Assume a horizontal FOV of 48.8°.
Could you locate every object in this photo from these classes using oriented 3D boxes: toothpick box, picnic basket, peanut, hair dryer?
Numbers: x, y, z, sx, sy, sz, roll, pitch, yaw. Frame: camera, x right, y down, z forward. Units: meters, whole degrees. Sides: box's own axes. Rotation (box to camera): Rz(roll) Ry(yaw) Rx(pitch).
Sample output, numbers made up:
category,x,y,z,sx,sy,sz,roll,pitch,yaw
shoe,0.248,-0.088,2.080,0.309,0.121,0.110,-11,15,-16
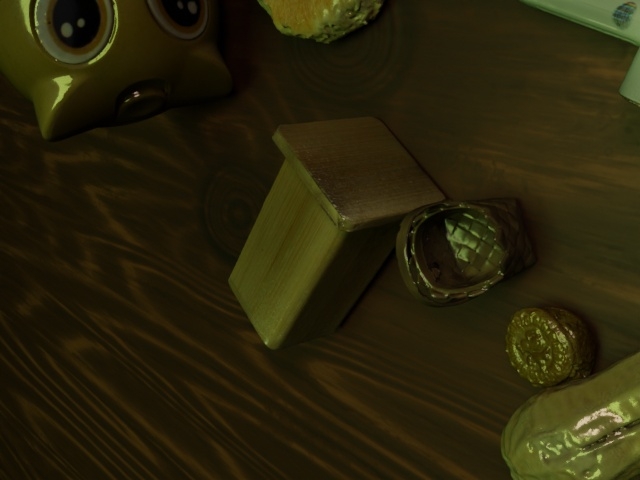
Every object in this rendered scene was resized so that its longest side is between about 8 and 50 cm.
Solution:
category,x,y,z,sx,sy,sz,roll,pitch,yaw
toothpick box,0.000,0.000,1.029,0.187,0.190,0.308,53,135,26
picnic basket,0.160,0.012,0.851,0.138,0.179,0.127,-19,83,46
toothpick box,-0.369,-0.404,1.183,0.409,0.409,0.425,-29,82,45
peanut,0.316,0.193,0.749,0.290,0.130,0.130,-36,70,32
hair dryer,0.296,-0.259,0.739,0.357,0.108,0.173,42,122,42

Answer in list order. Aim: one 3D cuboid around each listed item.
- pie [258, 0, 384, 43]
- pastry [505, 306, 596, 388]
category,x,y,z,sx,sy,sz,roll,pitch,yaw
pie,-0.013,-0.457,1.034,0.340,0.083,0.339,13,107,47
pastry,0.274,0.126,0.842,0.109,0.057,0.097,56,136,28
